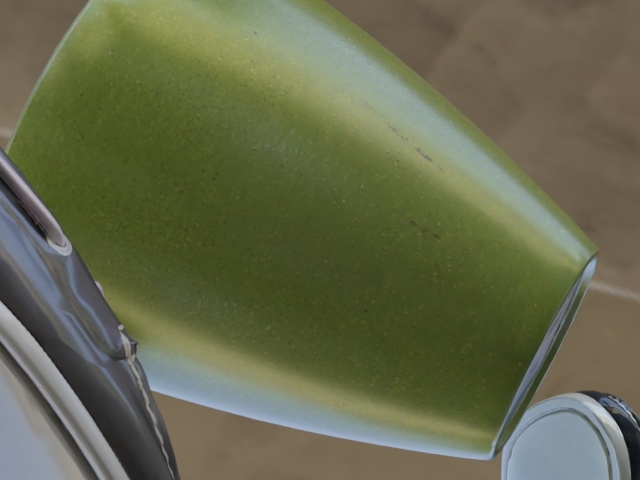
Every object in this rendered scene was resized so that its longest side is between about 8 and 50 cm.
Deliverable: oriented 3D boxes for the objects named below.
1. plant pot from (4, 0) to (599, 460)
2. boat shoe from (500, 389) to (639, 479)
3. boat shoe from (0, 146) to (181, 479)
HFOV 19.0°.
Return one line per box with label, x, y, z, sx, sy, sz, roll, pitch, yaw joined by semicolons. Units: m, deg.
plant pot;0.000;0.000;1.108;0.275;0.293;0.275;-57;-14;-23
boat shoe;0.213;0.209;1.459;0.113;0.127;0.340;-23;-38;-21
boat shoe;-0.140;-0.015;0.671;0.335;0.112;0.095;52;-133;-10
